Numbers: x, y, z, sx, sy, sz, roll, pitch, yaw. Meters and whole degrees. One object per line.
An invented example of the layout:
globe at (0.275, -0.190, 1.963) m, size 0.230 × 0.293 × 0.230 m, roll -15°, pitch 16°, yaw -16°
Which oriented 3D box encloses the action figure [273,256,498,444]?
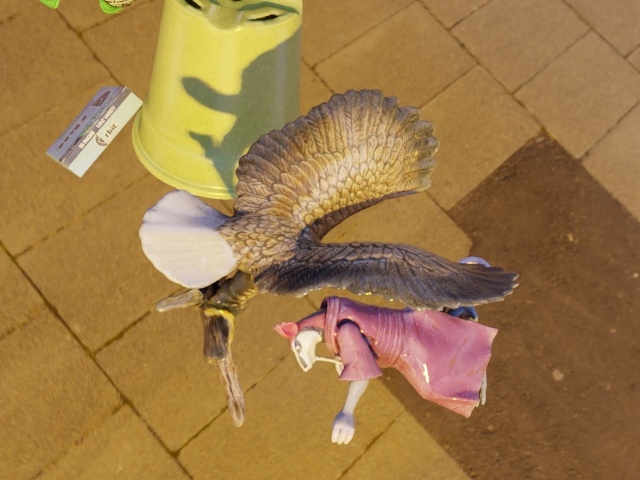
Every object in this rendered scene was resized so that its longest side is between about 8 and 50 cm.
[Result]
action figure at (0.109, 0.155, 1.096) m, size 0.370 × 0.248 × 0.276 m, roll 13°, pitch 108°, yaw -19°

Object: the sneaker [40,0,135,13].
sneaker at (-0.307, -0.455, 1.118) m, size 0.343 × 0.146 × 0.134 m, roll -10°, pitch 39°, yaw -20°

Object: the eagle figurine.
eagle figurine at (0.002, -0.001, 0.657) m, size 0.298 × 0.225 × 0.226 m, roll -27°, pitch 104°, yaw 13°

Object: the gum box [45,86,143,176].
gum box at (-0.381, -0.186, 1.143) m, size 0.041 × 0.184 × 0.157 m, roll 43°, pitch 79°, yaw -28°

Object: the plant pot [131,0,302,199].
plant pot at (-0.133, -0.245, 0.987) m, size 0.276 × 0.254 × 0.276 m, roll 7°, pitch 46°, yaw -7°
